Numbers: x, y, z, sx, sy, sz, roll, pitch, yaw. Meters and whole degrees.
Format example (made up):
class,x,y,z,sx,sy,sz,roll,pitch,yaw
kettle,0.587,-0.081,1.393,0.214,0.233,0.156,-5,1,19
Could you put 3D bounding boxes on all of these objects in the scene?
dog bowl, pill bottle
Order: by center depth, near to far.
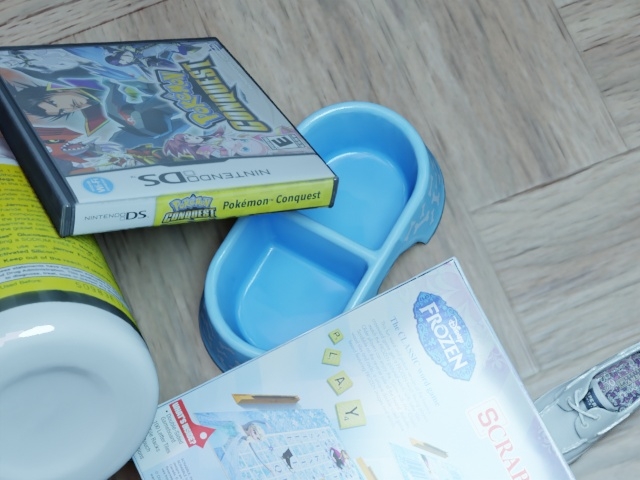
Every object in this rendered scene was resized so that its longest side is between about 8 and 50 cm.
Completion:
class,x,y,z,sx,sy,sz,roll,pitch,yaw
pill bottle,-0.267,0.048,1.174,0.188,0.188,0.334,-28,41,-6
dog bowl,0.000,0.000,1.296,0.166,0.074,0.297,28,75,13

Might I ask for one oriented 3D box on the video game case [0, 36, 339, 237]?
class,x,y,z,sx,sy,sz,roll,pitch,yaw
video game case,-0.153,-0.103,1.247,0.248,0.035,0.275,-7,38,-28

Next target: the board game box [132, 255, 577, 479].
class,x,y,z,sx,sy,sz,roll,pitch,yaw
board game box,0.044,0.224,1.150,0.318,0.066,0.318,-26,74,-4

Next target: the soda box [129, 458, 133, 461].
class,x,y,z,sx,sy,sz,roll,pitch,yaw
soda box,-0.262,0.159,1.259,0.210,0.071,0.067,-1,71,4

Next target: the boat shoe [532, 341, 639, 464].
class,x,y,z,sx,sy,sz,roll,pitch,yaw
boat shoe,0.241,0.143,1.232,0.184,0.063,0.066,-27,71,-6
